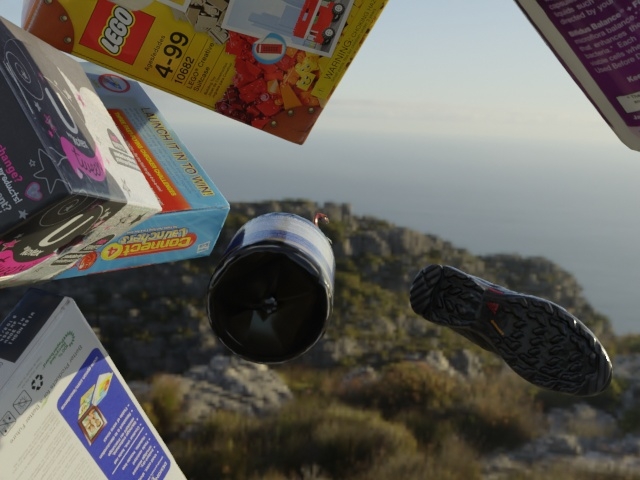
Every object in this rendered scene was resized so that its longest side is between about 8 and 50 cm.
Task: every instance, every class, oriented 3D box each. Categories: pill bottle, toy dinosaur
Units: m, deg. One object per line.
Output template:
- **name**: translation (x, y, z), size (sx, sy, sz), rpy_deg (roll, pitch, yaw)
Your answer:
- **pill bottle**: translation (0.246, -0.230, 0.819), size (0.301, 0.169, 0.169), rpy_deg (46, -11, -22)
- **toy dinosaur**: translation (0.000, 0.000, 1.530), size (0.047, 0.082, 0.090), rpy_deg (0, 7, -13)
- **pill bottle**: translation (-0.045, 0.039, 1.025), size (0.123, 0.123, 0.219), rpy_deg (2, 12, 1)

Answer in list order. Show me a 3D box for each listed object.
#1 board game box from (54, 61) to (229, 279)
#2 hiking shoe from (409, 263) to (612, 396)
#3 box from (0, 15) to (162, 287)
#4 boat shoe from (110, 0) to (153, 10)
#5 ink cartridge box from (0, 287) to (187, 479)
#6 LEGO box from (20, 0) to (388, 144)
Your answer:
- **board game box**: translation (-0.315, -0.093, 1.176), size (0.302, 0.086, 0.308), rpy_deg (-8, 48, -39)
- **hiking shoe**: translation (0.212, 0.090, 1.056), size (0.227, 0.086, 0.114), rpy_deg (30, 8, 21)
- **box**: translation (-0.240, -0.060, 0.752), size (0.142, 0.163, 0.247), rpy_deg (-31, -3, 4)
- **boat shoe**: translation (-0.200, -0.295, 0.742), size (0.091, 0.109, 0.305), rpy_deg (13, 38, -47)
- **ink cartridge box**: translation (-0.254, 0.233, 1.025), size (0.069, 0.371, 0.176), rpy_deg (10, 52, 28)
- **LEGO box**: translation (-0.075, -0.414, 1.135), size (0.372, 0.500, 0.193), rpy_deg (19, 28, -25)
